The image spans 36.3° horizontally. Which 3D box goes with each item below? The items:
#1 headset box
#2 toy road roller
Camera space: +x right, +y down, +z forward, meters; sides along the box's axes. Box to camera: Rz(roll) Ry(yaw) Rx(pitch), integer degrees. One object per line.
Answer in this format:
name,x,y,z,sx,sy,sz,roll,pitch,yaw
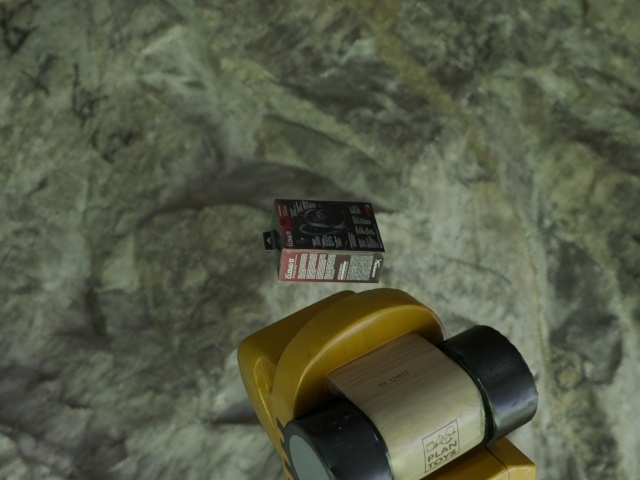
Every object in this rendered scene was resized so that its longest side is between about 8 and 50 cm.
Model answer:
headset box,0.000,0.000,0.713,0.083,0.032,0.062,1,-143,-11
toy road roller,0.049,0.192,0.894,0.202,0.330,0.240,-24,-144,-23
